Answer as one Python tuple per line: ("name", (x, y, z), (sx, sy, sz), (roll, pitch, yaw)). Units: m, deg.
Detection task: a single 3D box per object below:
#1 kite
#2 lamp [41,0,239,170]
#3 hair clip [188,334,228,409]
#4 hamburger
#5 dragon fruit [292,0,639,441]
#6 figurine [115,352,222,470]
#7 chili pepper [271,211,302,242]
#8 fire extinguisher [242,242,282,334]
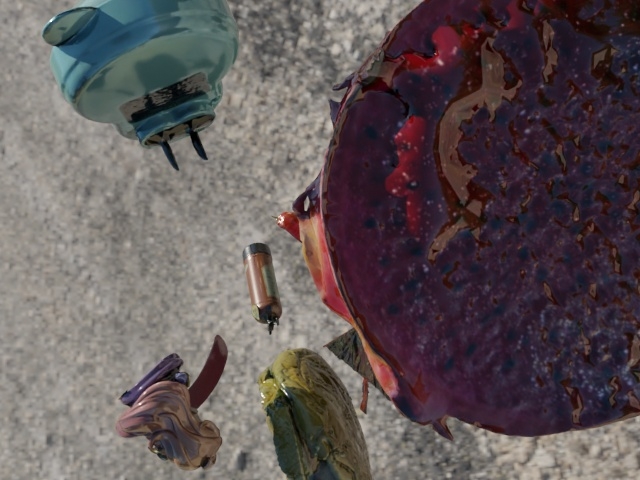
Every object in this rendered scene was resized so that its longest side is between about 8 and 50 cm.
("kite", (0.070, 0.200, 1.659), (0.009, 0.232, 0.189), (-24, 42, 27))
("lamp", (-0.192, -0.201, 1.152), (0.209, 0.284, 0.147), (-21, 57, -4))
("hair clip", (-0.171, 0.200, 1.467), (0.022, 0.054, 0.137), (17, 61, 29))
("hamburger", (-0.001, 0.306, 1.604), (0.285, 0.134, 0.266), (-114, 5, -67))
("dragon fruit", (0.168, -0.028, 0.837), (0.371, 0.249, 0.386), (37, 88, -3))
("figurine", (-0.197, 0.233, 1.305), (0.126, 0.114, 0.157), (-38, 70, 24))
("chili pepper", (0.000, 0.000, 1.508), (0.178, 0.045, 0.027), (35, 111, 20))
("fire extinguisher", (-0.089, 0.079, 1.594), (0.177, 0.050, 0.062), (-105, 13, -45))
